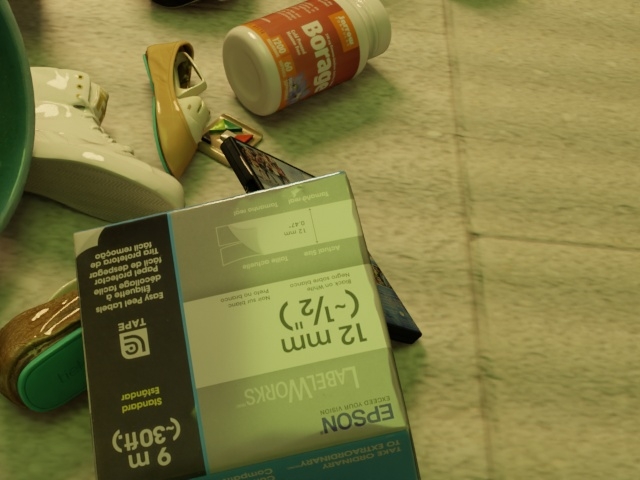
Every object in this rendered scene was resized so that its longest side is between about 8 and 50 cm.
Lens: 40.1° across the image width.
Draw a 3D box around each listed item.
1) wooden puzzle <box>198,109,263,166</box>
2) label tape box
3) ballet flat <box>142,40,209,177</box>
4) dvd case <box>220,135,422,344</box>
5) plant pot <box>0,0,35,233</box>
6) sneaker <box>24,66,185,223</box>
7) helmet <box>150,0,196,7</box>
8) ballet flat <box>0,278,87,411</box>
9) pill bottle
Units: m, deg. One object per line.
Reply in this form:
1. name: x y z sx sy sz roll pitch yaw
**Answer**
1. wooden puzzle: -0.121 -0.132 1.130 0.116 0.014 0.078 24 52 11
2. label tape box: -0.057 0.136 0.737 0.249 0.115 0.347 -12 65 0
3. ballet flat: -0.178 -0.178 1.109 0.073 0.080 0.232 -18 53 2
4. dvd case: 0.000 0.000 0.961 0.180 0.022 0.253 21 31 -52
5. plant pot: -0.525 -0.131 0.856 0.334 0.341 0.341 1 48 19
6. sneaker: -0.273 -0.125 1.042 0.293 0.108 0.169 18 54 8
7. helmet: -0.187 -0.430 1.281 0.162 0.169 0.169 -10 51 5
8. ballet flat: -0.186 0.055 0.922 0.342 0.116 0.124 -30 42 -24
9. pill bottle: -0.014 -0.260 1.180 0.216 0.121 0.121 -29 60 -27
